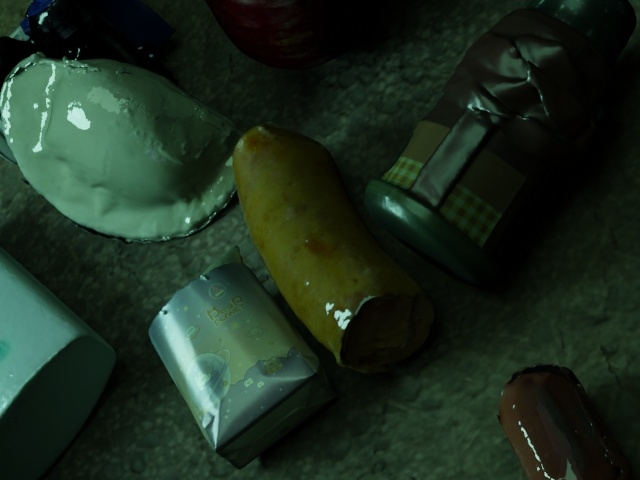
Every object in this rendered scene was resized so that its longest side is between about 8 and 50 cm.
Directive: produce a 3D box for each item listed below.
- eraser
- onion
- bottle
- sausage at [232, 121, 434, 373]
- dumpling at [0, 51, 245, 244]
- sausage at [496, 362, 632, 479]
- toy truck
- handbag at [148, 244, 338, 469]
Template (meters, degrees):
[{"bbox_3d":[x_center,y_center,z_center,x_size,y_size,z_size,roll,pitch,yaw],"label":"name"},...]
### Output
[{"bbox_3d":[-0.339,0.101,1.687,0.189,0.104,0.290,-51,50,-4],"label":"eraser"},{"bbox_3d":[0.001,-0.295,1.627,0.285,0.273,0.273,-1,60,8],"label":"onion"},{"bbox_3d":[0.164,-0.099,1.477,0.271,0.143,0.156,-54,11,-4],"label":"bottle"},{"bbox_3d":[0.001,0.001,1.539,0.109,0.109,0.270,-37,51,8],"label":"sausage"},{"bbox_3d":[-0.192,-0.084,1.689,0.247,0.142,0.172,22,103,5],"label":"dumpling"},{"bbox_3d":[0.184,0.155,1.350,0.076,0.076,0.141,-36,51,8],"label":"sausage"},{"bbox_3d":[-0.263,-0.181,1.796,0.213,0.161,0.177,-44,30,2],"label":"toy truck"},{"bbox_3d":[-0.074,0.099,1.537,0.117,0.095,0.173,-36,57,1],"label":"handbag"}]
